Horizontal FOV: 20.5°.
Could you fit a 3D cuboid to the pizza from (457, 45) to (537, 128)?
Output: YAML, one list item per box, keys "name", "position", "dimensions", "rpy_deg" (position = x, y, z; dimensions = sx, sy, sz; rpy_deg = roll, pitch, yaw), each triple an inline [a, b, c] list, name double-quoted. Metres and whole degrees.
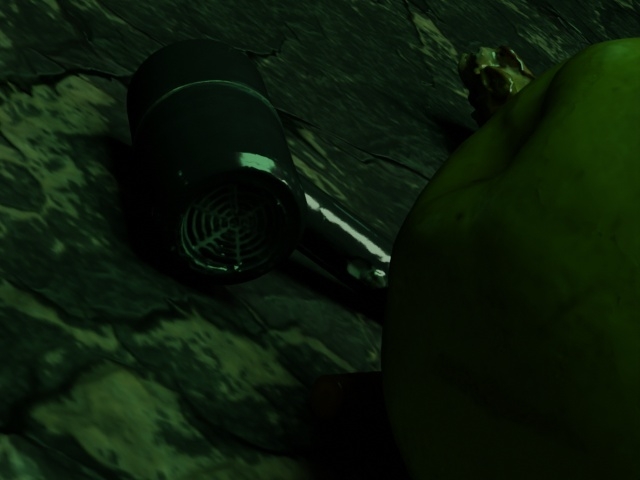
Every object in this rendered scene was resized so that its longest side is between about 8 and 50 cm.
- name: "pizza"
  position: [0.177, -0.041, 1.253]
  dimensions: [0.226, 0.069, 0.147]
  rpy_deg: [51, 1, 24]

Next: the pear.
- name: "pear"
  position: [0.168, 0.063, 0.721]
  dimensions: [0.307, 0.253, 0.253]
  rpy_deg: [39, 19, -13]

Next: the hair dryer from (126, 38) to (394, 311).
- name: "hair dryer"
  position: [0.000, 0.000, 0.862]
  dimensions: [0.219, 0.071, 0.124]
  rpy_deg: [36, 19, -32]

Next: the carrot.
- name: "carrot"
  position: [0.034, 0.073, 0.793]
  dimensions: [0.093, 0.032, 0.032]
  rpy_deg: [11, 33, -44]
